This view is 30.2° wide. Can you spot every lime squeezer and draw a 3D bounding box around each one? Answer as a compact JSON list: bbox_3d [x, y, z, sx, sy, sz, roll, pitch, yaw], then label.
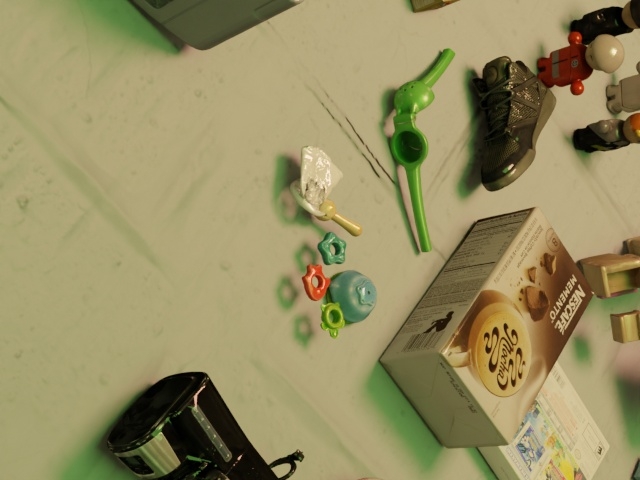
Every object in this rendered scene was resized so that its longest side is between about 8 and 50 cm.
[{"bbox_3d":[0.132,-0.145,1.620,0.110,0.059,0.310,50,44,-62],"label":"lime squeezer"}]

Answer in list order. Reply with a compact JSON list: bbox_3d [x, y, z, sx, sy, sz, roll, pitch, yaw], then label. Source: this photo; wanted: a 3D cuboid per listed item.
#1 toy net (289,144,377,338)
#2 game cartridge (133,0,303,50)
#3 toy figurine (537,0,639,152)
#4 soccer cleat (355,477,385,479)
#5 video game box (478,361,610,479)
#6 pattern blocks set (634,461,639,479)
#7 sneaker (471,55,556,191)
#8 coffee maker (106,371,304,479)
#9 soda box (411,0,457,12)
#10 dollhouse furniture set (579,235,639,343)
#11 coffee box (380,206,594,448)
[{"bbox_3d":[0.000,0.000,1.469,0.122,0.045,0.232,-23,95,-40],"label":"toy net"},{"bbox_3d":[-0.170,-0.337,1.277,0.294,0.196,0.060,45,55,-25],"label":"game cartridge"},{"bbox_3d":[0.470,-0.260,1.870,0.213,0.148,0.209,-45,111,-38],"label":"toy figurine"},{"bbox_3d":[0.008,0.364,1.322,0.331,0.143,0.116,-27,88,-42],"label":"soccer cleat"},{"bbox_3d":[0.317,0.286,1.691,0.205,0.048,0.187,56,49,-18],"label":"video game box"},{"bbox_3d":[0.481,0.505,1.808,0.325,0.026,0.285,-43,110,-39],"label":"pattern blocks set"},{"bbox_3d":[0.260,-0.176,1.710,0.130,0.087,0.227,46,51,-23],"label":"sneaker"},{"bbox_3d":[-0.124,0.230,1.276,0.178,0.120,0.171,59,27,-17],"label":"coffee maker"},{"bbox_3d":[0.147,-0.418,1.673,0.061,0.058,0.181,-19,95,-43],"label":"soda box"},{"bbox_3d":[0.560,0.149,1.860,0.286,0.198,0.303,-12,96,-6],"label":"dollhouse furniture set"},{"bbox_3d":[0.232,0.114,1.600,0.168,0.119,0.297,54,52,-19],"label":"coffee box"}]
